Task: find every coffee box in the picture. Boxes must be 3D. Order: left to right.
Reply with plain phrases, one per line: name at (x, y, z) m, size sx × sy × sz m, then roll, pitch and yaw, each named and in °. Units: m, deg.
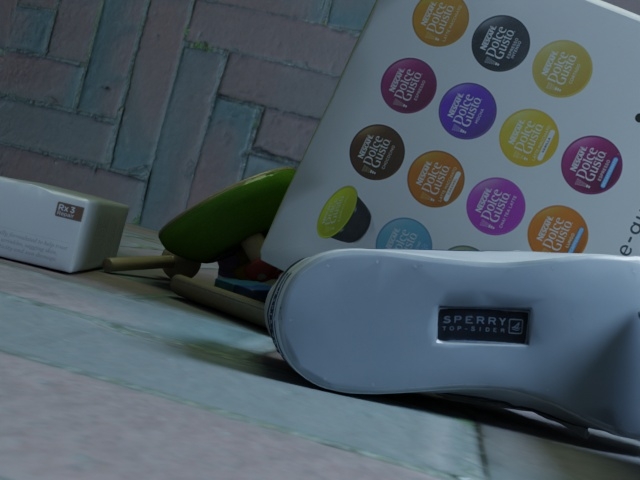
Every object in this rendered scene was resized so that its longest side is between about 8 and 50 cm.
coffee box at (0.183, -0.056, 0.895) m, size 0.334 × 0.338 × 0.338 m, roll 26°, pitch 3°, yaw 11°

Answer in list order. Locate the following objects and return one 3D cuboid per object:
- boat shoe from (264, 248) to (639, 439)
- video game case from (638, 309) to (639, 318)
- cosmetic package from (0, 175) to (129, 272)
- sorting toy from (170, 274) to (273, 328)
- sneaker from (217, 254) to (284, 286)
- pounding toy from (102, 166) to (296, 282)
boat shoe at (0.133, 0.073, 0.648) m, size 0.367 × 0.136 × 0.156 m, roll 4°, pitch -1°, yaw -11°
video game case at (0.283, 0.109, 0.493) m, size 0.190 × 0.022 × 0.173 m, roll 45°, pitch 3°, yaw 5°
cosmetic package at (-0.300, -0.018, 0.958) m, size 0.117 × 0.086 × 0.231 m, roll 14°, pitch 2°, yaw -1°
sorting toy at (0.021, 0.082, 0.864) m, size 0.307 × 0.041 × 0.229 m, roll 14°, pitch 0°, yaw 43°
sneaker at (0.000, 0.000, 1.134) m, size 0.283 × 0.124 × 0.107 m, roll -2°, pitch 14°, yaw -4°
pounding toy at (-0.110, 0.014, 1.013) m, size 0.236 × 0.110 × 0.183 m, roll -29°, pitch -5°, yaw 18°
